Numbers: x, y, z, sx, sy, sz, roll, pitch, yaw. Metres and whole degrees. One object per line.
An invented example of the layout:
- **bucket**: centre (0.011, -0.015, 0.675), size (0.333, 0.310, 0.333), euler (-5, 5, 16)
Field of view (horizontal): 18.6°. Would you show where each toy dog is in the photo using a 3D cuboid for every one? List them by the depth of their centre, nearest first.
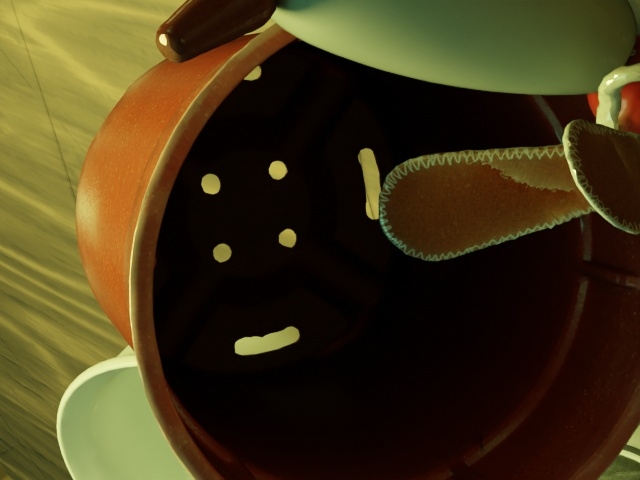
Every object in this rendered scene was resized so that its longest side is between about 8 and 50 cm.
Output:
- **toy dog**: centre (0.063, -0.060, 0.766), size (0.334, 0.161, 0.220), euler (36, 161, 0)

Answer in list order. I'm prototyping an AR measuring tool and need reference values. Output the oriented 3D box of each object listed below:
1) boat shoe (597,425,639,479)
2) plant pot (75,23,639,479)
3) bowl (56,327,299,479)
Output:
- **boat shoe**: centre (0.197, 0.181, 1.056), size (0.306, 0.105, 0.113), euler (24, 145, 52)
- **plant pot**: centre (0.000, 0.000, 0.999), size (0.272, 0.272, 0.265), euler (60, 167, -18)
- **bowl**: centre (-0.023, 0.140, 1.360), size (0.298, 0.134, 0.298), euler (19, 143, 15)
